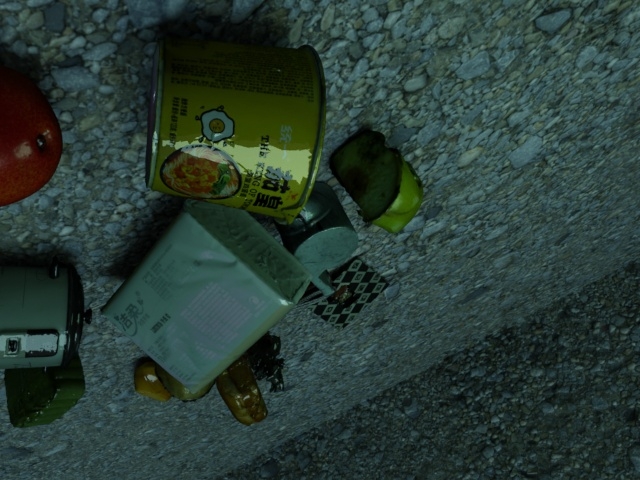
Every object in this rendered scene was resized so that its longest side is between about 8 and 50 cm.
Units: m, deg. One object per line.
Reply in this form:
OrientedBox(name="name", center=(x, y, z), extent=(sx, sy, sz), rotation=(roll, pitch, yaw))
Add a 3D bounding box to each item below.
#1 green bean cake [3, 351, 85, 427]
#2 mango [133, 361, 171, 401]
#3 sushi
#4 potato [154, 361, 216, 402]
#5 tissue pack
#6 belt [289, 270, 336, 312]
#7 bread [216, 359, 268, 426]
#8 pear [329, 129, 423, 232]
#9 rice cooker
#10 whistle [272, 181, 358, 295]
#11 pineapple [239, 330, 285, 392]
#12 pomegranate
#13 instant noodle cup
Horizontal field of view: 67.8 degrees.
OrientedBox(name="green bean cake", center=(-0.755, 0.381, 1.306), extent=(0.200, 0.214, 0.113), rotation=(-36, 151, 15))
OrientedBox(name="mango", center=(-0.577, 0.482, 1.657), extent=(0.141, 0.102, 0.217), rotation=(-1, 143, 7))
OrientedBox(name="sushi", center=(0.093, 0.188, 1.723), extent=(0.264, 0.050, 0.290), rotation=(-45, 141, 4))
OrientedBox(name="potato", center=(-0.407, 0.348, 1.513), extent=(0.229, 0.229, 0.266), rotation=(1, 123, -33))
OrientedBox(name="tissue pack", center=(-0.277, 0.126, 1.162), extent=(0.405, 0.332, 0.205), rotation=(-43, -174, 27))
OrientedBox(name="belt", center=(-0.124, 0.197, 1.558), extent=(0.359, 0.094, 0.126), rotation=(-22, 145, -3))
OrientedBox(name="bread", center=(-0.319, 0.631, 1.937), extent=(0.148, 0.195, 0.344), rotation=(-23, 144, -14))
OrientedBox(name="pear", center=(0.177, -0.124, 1.187), extent=(0.164, 0.238, 0.255), rotation=(-43, 141, 15))
OrientedBox(name="rice cooker", center=(-0.639, 0.171, 1.071), extent=(0.226, 0.241, 0.281), rotation=(5, 106, -32))
OrientedBox(name="whistle", center=(-0.028, 0.016, 1.307), extent=(0.188, 0.168, 0.405), rotation=(-11, 143, -20))
OrientedBox(name="pineapple", center=(-0.191, 0.379, 1.580), extent=(0.141, 0.310, 0.170), rotation=(17, 96, -30))
OrientedBox(name="pomegranate", center=(-0.534, -0.162, 0.726), extent=(0.256, 0.221, 0.221), rotation=(11, 138, -5))
OrientedBox(name="instant noodle cup", center=(-0.163, -0.199, 0.832), extent=(0.253, 0.326, 0.326), rotation=(4, 137, -23))
